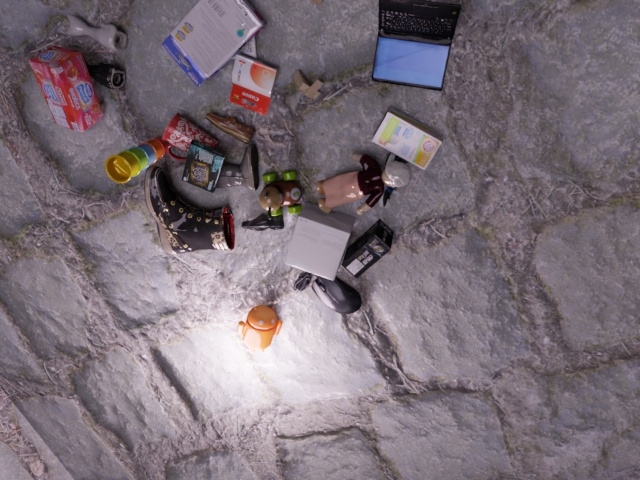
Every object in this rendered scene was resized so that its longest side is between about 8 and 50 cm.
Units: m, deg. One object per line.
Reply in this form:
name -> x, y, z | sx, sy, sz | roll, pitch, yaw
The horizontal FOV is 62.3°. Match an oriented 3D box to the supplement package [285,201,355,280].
supplement package -> 0.000, 0.000, 1.934 | 0.194, 0.149, 0.203 | 20, 118, 3

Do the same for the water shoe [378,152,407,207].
water shoe -> 0.250, -0.200, 1.826 | 0.080, 0.073, 0.203 | 12, 118, 4

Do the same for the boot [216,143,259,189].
boot -> -0.332, -0.268, 1.932 | 0.208, 0.076, 0.190 | 10, 117, 15

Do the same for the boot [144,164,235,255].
boot -> -0.488, -0.108, 1.999 | 0.284, 0.138, 0.378 | 1, 119, 13

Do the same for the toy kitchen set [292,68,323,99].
toy kitchen set -> -0.035, -0.527, 1.756 | 0.083, 0.075, 0.068 | 19, 131, -43

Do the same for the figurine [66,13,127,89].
figurine -> -0.789, -0.658, 1.836 | 0.209, 0.092, 0.215 | 18, 117, 8

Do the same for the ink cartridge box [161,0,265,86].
ink cartridge box -> -0.349, -0.670, 1.717 | 0.311, 0.065, 0.186 | -36, 104, 23

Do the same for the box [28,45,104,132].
box -> -0.875, -0.524, 1.839 | 0.128, 0.123, 0.257 | 19, 140, 18

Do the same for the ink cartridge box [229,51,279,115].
ink cartridge box -> -0.232, -0.522, 1.786 | 0.145, 0.045, 0.179 | 22, 122, 0

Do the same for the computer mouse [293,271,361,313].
computer mouse -> 0.037, 0.206, 2.070 | 0.272, 0.072, 0.188 | 35, 117, -5

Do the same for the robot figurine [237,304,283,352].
robot figurine -> -0.251, 0.359, 2.176 | 0.158, 0.128, 0.220 | 21, 118, 10

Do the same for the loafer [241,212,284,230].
loafer -> -0.218, -0.072, 2.009 | 0.169, 0.062, 0.061 | -2, 75, 10

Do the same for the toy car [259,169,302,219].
toy car -> -0.155, -0.150, 1.866 | 0.148, 0.188, 0.155 | -4, 108, 15

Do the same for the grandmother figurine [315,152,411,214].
grandmother figurine -> 0.145, -0.197, 1.791 | 0.342, 0.104, 0.208 | -10, 95, 34

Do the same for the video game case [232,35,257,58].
video game case -> -0.285, -0.680, 1.745 | 0.143, 0.019, 0.157 | 2, 115, 11

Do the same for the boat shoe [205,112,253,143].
boat shoe -> -0.318, -0.406, 1.867 | 0.177, 0.064, 0.060 | 28, 87, -3

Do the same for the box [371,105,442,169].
box -> 0.286, -0.337, 1.734 | 0.203, 0.103, 0.114 | 29, 118, -2

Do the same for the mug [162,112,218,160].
mug -> -0.467, -0.355, 1.905 | 0.169, 0.113, 0.150 | 31, 146, -8

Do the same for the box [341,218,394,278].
box -> 0.171, 0.030, 1.912 | 0.077, 0.147, 0.180 | 42, 116, -9

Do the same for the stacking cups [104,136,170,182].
stacking cups -> -0.625, -0.290, 1.841 | 0.095, 0.316, 0.096 | 4, 114, 8

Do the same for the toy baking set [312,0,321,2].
toy baking set -> -0.072, -0.854, 1.610 | 0.256, 0.030, 0.197 | 34, 121, -4

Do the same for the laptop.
laptop -> 0.278, -0.588, 1.595 | 0.234, 0.264, 0.137 | 10, 80, 7

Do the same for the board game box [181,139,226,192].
board game box -> -0.417, -0.259, 1.884 | 0.126, 0.026, 0.186 | 23, 136, -7
